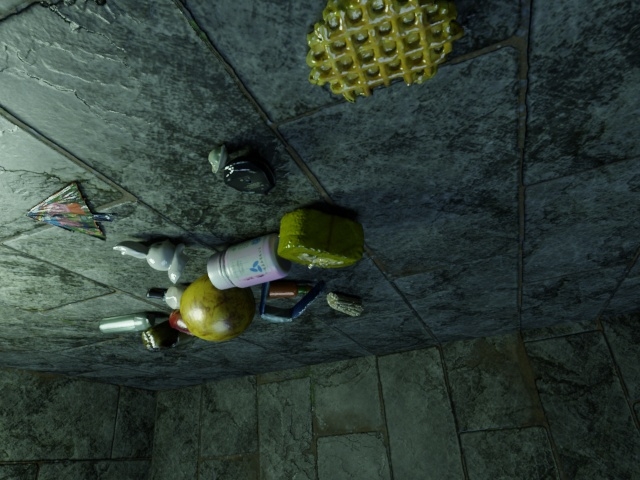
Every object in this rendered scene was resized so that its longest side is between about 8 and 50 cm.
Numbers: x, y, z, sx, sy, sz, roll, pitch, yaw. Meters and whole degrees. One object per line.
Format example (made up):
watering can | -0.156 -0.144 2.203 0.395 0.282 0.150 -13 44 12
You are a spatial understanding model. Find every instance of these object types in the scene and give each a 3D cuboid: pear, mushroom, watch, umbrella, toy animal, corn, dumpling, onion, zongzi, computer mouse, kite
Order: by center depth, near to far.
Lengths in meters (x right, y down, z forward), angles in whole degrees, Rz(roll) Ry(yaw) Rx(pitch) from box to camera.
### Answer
dumpling | -0.242 -0.188 1.027 0.077 0.060 0.043 -22 140 32
computer mouse | -0.177 -0.164 1.082 0.105 0.062 0.192 -14 164 11
kite | -0.708 -0.075 1.221 0.233 0.016 0.321 2 151 -10
toy animal | -0.533 0.034 1.400 0.220 0.131 0.104 29 179 -9
pear | -0.378 0.244 1.615 0.280 0.281 0.281 -4 153 -2
watch | -0.162 0.215 1.707 0.276 0.068 0.274 24 126 -30
mushroom | -0.514 0.231 1.753 0.212 0.097 0.088 12 138 -31
umbrella | -0.590 0.239 1.802 0.250 0.053 0.052 12 149 -31
onion | -0.536 0.353 1.921 0.247 0.162 0.248 5 149 3
corn | 0.115 0.297 2.003 0.210 0.087 0.087 20 144 -41
zongzi | -0.637 0.419 2.031 0.299 0.139 0.286 -17 171 4

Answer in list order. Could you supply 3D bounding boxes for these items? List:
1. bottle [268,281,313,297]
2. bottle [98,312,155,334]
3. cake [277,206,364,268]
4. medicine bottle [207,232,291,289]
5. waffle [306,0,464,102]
bottle | -0.123 0.204 1.798 0.186 0.069 0.069 2 152 -10
bottle | -0.892 0.378 1.997 0.253 0.080 0.096 -8 140 9
cake | 0.000 0.000 1.334 0.260 0.156 0.179 17 162 -26
medicine bottle | -0.235 0.075 1.441 0.254 0.152 0.152 -14 151 19
waffle | 0.110 -0.349 0.784 0.290 0.051 0.291 -2 152 -1
